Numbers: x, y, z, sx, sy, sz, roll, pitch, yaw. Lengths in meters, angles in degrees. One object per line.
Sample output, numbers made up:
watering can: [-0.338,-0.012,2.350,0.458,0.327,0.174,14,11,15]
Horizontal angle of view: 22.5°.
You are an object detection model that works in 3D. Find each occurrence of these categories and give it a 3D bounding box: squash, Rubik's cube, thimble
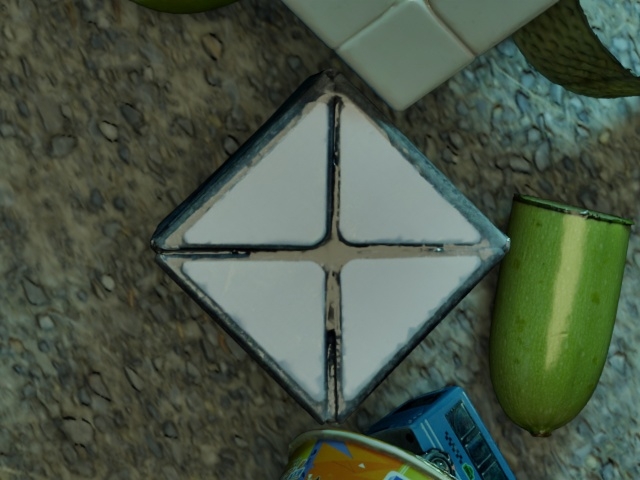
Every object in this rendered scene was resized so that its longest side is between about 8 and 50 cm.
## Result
squash: [0.242,0.082,1.689,0.133,0.132,0.247,12,93,-6]
Rubik's cube: [0.081,-0.353,1.455,0.291,0.291,0.290,-34,122,25]
thimble: [0.325,-0.276,1.630,0.271,0.150,0.270,0,90,-26]
Rubik's cube: [0.000,0.000,1.599,0.255,0.259,0.260,44,87,-5]

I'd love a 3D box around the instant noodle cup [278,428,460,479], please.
instant noodle cup: [0.036,0.346,1.506,0.296,0.296,0.214,40,60,-6]

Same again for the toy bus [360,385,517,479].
toy bus: [0.145,0.284,1.684,0.134,0.113,0.246,-35,97,-42]

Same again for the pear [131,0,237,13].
pear: [-0.187,-0.360,1.548,0.176,0.282,0.286,-9,95,5]
